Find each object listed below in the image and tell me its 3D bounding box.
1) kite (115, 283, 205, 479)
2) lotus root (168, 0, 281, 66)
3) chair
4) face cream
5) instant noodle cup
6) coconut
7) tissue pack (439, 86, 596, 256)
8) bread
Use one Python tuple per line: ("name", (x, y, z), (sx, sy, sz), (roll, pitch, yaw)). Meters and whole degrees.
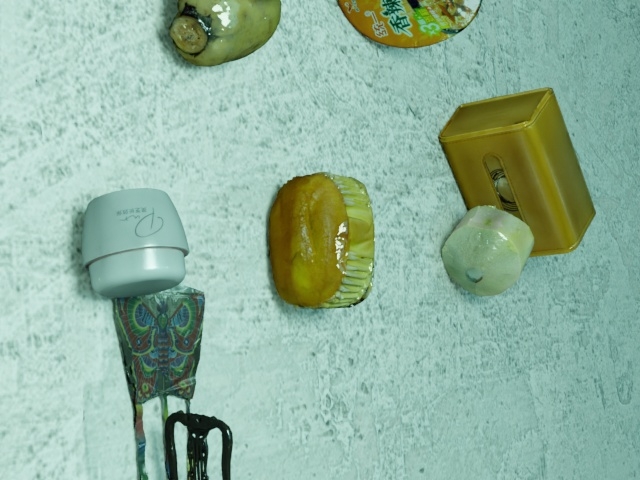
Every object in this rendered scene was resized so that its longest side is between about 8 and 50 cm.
("kite", (-0.185, 0.189, 1.268), (0.152, 0.015, 0.285), (7, 76, -53))
("lotus root", (-0.110, -0.298, 1.386), (0.118, 0.125, 0.221), (49, 45, 0))
("chair", (-0.111, 0.307, 1.238), (0.113, 0.106, 0.229), (2, 91, -55))
("face cream", (-0.205, 0.004, 1.186), (0.117, 0.117, 0.104), (6, 70, -55))
("instant noodle cup", (0.148, -0.451, 1.728), (0.230, 0.230, 0.182), (50, 35, -38))
("coconut", (0.290, 0.021, 1.884), (0.153, 0.147, 0.147), (-46, 120, -51))
("tissue pack", (0.363, -0.117, 1.974), (0.274, 0.194, 0.145), (63, 38, -24))
("bread", (0.000, 0.000, 1.473), (0.114, 0.132, 0.190), (7, 75, -54))
